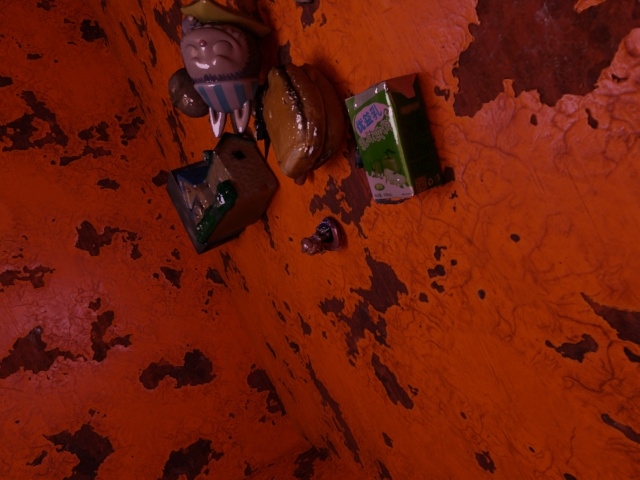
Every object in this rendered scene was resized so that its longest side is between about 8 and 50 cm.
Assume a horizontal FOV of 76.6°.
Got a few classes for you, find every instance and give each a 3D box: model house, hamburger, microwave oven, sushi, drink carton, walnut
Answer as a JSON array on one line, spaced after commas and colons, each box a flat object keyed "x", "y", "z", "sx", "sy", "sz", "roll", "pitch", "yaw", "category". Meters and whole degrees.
[{"x": -0.414, "y": -0.244, "z": 1.723, "sx": 0.343, "sy": 0.334, "sz": 0.382, "roll": 58, "pitch": 141, "yaw": 8, "category": "model house"}, {"x": -0.062, "y": -0.349, "z": 1.181, "sx": 0.284, "sy": 0.174, "sz": 0.304, "roll": 66, "pitch": 152, "yaw": 2, "category": "hamburger"}, {"x": -0.650, "y": -0.178, "z": 2.259, "sx": 0.374, "sy": 0.236, "sz": 0.432, "roll": -24, "pitch": 91, "yaw": 62, "category": "microwave oven"}, {"x": -0.203, "y": -0.420, "z": 1.386, "sx": 0.193, "sy": 0.043, "sz": 0.280, "roll": -88, "pitch": 2, "yaw": -46, "category": "sushi"}, {"x": 0.173, "y": -0.230, "z": 0.950, "sx": 0.161, "sy": 0.108, "sz": 0.271, "roll": 4, "pitch": 117, "yaw": 59, "category": "drink carton"}, {"x": -0.539, "y": -0.626, "z": 1.719, "sx": 0.224, "sy": 0.224, "sz": 0.224, "roll": 40, "pitch": 144, "yaw": 38, "category": "walnut"}]

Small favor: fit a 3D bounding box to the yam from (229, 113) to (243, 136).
[{"x": -0.347, "y": -0.547, "z": 1.630, "sx": 0.061, "sy": 0.061, "sz": 0.274, "roll": 42, "pitch": 146, "yaw": 36, "category": "yam"}]

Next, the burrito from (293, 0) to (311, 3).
[{"x": -0.034, "y": -0.651, "z": 1.027, "sx": 0.149, "sy": 0.041, "sz": 0.055, "roll": 137, "pitch": 119, "yaw": -65, "category": "burrito"}]

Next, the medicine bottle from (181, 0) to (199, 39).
[{"x": -0.456, "y": -0.783, "z": 1.534, "sx": 0.135, "sy": 0.135, "sz": 0.215, "roll": 58, "pitch": 152, "yaw": 11, "category": "medicine bottle"}]

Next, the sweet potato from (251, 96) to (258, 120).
[{"x": -0.252, "y": -0.514, "z": 1.502, "sx": 0.219, "sy": 0.051, "sz": 0.065, "roll": 60, "pitch": 148, "yaw": 6, "category": "sweet potato"}]

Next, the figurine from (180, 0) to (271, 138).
[{"x": -0.347, "y": -0.534, "z": 1.325, "sx": 0.361, "sy": 0.266, "sz": 0.378, "roll": 33, "pitch": 112, "yaw": 63, "category": "figurine"}]

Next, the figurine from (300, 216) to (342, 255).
[{"x": 0.005, "y": 0.004, "z": 1.407, "sx": 0.126, "sy": 0.157, "sz": 0.114, "roll": 32, "pitch": 160, "yaw": 37, "category": "figurine"}]

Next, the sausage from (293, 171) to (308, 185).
[{"x": -0.107, "y": -0.335, "z": 1.375, "sx": 0.078, "sy": 0.078, "sz": 0.305, "roll": -10, "pitch": 104, "yaw": 61, "category": "sausage"}]

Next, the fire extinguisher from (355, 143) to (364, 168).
[{"x": 0.108, "y": -0.247, "z": 1.136, "sx": 0.038, "sy": 0.025, "sz": 0.083, "roll": -114, "pitch": 16, "yaw": -53, "category": "fire extinguisher"}]
